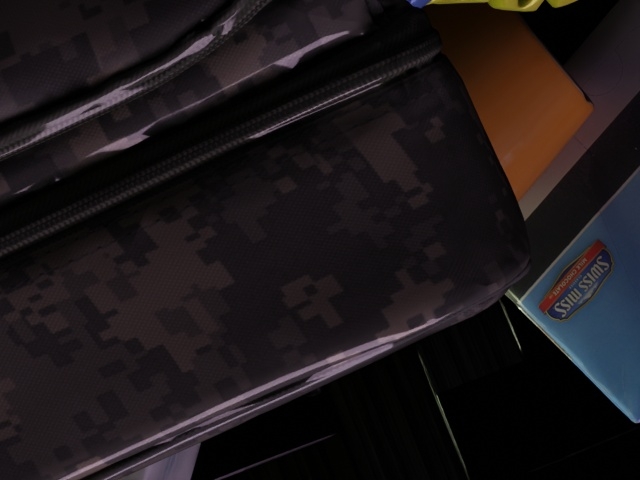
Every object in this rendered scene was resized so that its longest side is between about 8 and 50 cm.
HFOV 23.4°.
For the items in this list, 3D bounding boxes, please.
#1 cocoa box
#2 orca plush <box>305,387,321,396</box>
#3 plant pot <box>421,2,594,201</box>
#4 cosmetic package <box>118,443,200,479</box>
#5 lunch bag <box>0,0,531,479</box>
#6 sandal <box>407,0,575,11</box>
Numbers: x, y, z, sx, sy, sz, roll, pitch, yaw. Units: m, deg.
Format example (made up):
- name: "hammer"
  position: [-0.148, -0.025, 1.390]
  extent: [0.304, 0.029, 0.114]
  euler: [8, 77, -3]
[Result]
- name: "cocoa box"
  position: [0.308, -0.066, 1.177]
  extent: [0.347, 0.228, 0.231]
  euler: [-50, 160, 21]
- name: "orca plush"
  position: [0.000, 0.000, 1.226]
  extent: [0.151, 0.287, 0.102]
  euler: [24, 142, -23]
- name: "plant pot"
  position: [0.078, -0.082, 1.076]
  extent: [0.188, 0.205, 0.205]
  euler: [-40, 167, 12]
- name: "cosmetic package"
  position: [-0.143, 0.058, 1.128]
  extent: [0.138, 0.224, 0.224]
  euler: [15, 174, 4]
- name: "lunch bag"
  position: [-0.106, -0.050, 0.573]
  extent: [0.305, 0.256, 0.212]
  euler: [-24, -174, 7]
- name: "sandal"
  position: [0.034, -0.157, 0.737]
  extent: [0.317, 0.126, 0.138]
  euler: [-27, 171, -26]
